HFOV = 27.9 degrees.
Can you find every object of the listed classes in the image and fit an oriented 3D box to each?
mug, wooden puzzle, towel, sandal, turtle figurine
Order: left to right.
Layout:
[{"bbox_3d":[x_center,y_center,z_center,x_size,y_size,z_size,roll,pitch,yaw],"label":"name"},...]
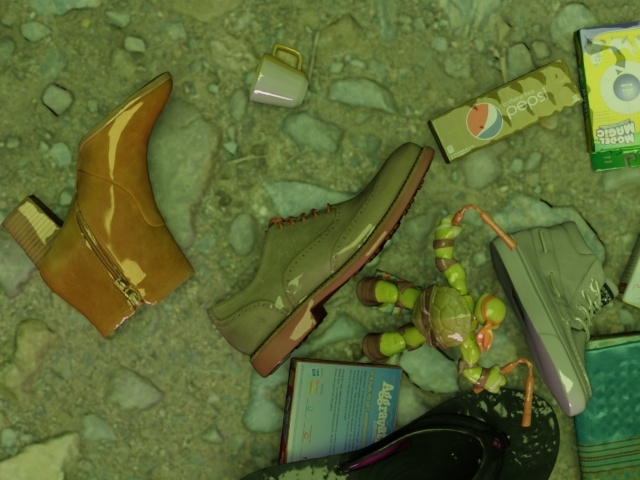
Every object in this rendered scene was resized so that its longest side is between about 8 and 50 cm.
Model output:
[{"bbox_3d":[-0.047,-0.200,1.594,0.064,0.062,0.078,19,98,-8],"label":"mug"},{"bbox_3d":[0.086,0.068,1.627,0.083,0.006,0.049,22,91,0],"label":"wooden puzzle"},{"bbox_3d":[0.102,0.296,1.534,0.445,0.107,0.168,-17,78,-17],"label":"sandal"},{"bbox_3d":[0.143,0.101,1.525,0.217,0.087,0.270,-9,100,44],"label":"turtle figurine"},{"bbox_3d":[0.456,0.281,1.598,0.271,0.040,0.370,-7,101,2],"label":"towel"}]

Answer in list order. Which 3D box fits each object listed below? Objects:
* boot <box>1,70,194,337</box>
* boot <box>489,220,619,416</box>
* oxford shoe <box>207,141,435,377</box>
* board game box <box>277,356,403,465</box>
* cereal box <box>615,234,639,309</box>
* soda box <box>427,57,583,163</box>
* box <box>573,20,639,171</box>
[{"bbox_3d":[-0.225,-0.040,1.586,0.211,0.104,0.295,44,96,-7],"label":"boot"},{"bbox_3d":[0.301,0.081,1.536,0.123,0.095,0.258,-17,55,-3],"label":"boot"},{"bbox_3d":[0.000,0.000,1.571,0.130,0.123,0.348,40,90,4],"label":"oxford shoe"},{"bbox_3d":[0.017,0.290,1.601,0.145,0.027,0.281,7,92,-20],"label":"board game box"},{"bbox_3d":[0.492,-0.004,1.604,0.173,0.047,0.240,22,92,-3],"label":"cereal box"},{"bbox_3d":[0.227,-0.160,1.595,0.181,0.058,0.061,-25,91,0],"label":"soda box"},{"bbox_3d":[0.378,-0.180,1.603,0.105,0.043,0.179,-8,93,1],"label":"box"}]
